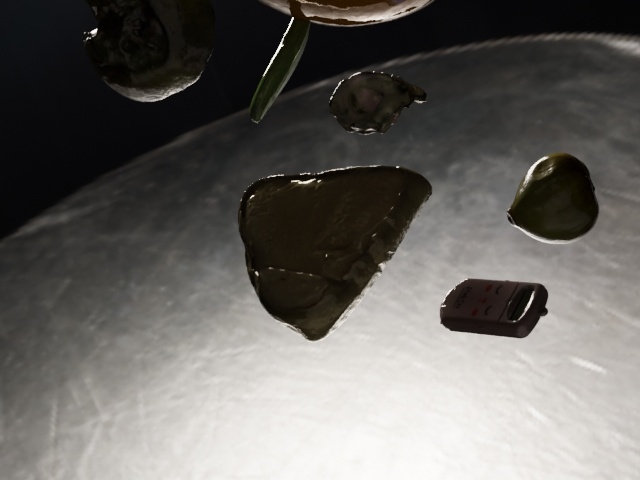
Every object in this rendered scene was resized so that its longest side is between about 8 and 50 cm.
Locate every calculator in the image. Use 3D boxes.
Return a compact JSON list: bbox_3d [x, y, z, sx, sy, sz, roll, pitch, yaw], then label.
[{"bbox_3d":[0.259,0.100,1.542,0.175,0.032,0.100,2,45,40],"label":"calculator"}]

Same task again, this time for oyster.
[{"bbox_3d":[0.111,-0.258,1.981,0.191,0.081,0.163,-2,54,1],"label":"oyster"}]

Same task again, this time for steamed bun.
[{"bbox_3d":[0.002,0.022,1.177,0.231,0.110,0.213,-1,53,31],"label":"steamed bun"}]

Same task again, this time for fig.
[{"bbox_3d":[0.358,-0.063,1.558,0.153,0.136,0.120,-7,-12,-44],"label":"fig"}]

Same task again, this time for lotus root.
[{"bbox_3d":[-0.232,-0.264,1.285,0.203,0.183,0.078,-22,7,31],"label":"lotus root"}]

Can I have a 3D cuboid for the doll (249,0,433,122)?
[{"bbox_3d":[0.003,-0.217,0.660,0.213,0.213,0.236,-30,-20,-34],"label":"doll"}]
